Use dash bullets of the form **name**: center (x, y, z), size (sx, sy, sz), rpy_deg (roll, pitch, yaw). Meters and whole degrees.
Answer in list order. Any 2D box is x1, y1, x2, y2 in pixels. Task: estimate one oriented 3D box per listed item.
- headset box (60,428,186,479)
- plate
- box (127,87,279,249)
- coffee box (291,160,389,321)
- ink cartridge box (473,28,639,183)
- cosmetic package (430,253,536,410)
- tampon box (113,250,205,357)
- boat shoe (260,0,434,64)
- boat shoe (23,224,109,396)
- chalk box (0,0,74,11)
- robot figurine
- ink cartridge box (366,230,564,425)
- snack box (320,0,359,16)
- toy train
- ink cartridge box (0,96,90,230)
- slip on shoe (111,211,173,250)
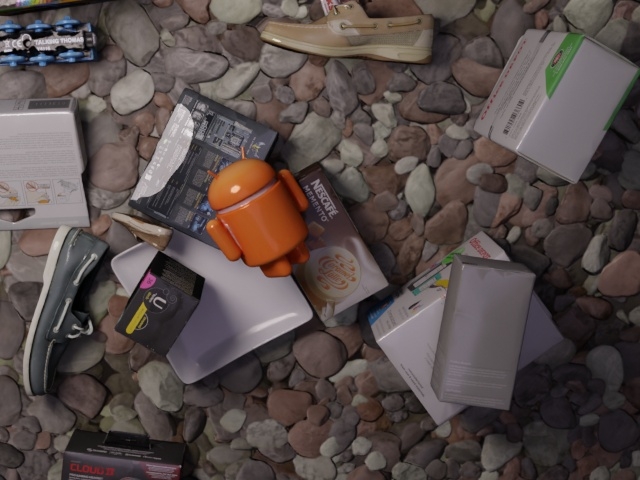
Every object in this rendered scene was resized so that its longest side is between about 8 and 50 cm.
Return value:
- **headset box**: center (-0.375, 0.491, 1.967), size (0.218, 0.110, 0.293), rpy_deg (9, 102, -4)
- **plate**: center (-0.196, 0.084, 1.922), size (0.278, 0.045, 0.277), rpy_deg (-29, 103, 3)
- **box**: center (-0.202, -0.124, 1.839), size (0.183, 0.059, 0.233), rpy_deg (25, 90, 1)
- **coffee box**: center (0.000, 0.000, 1.886), size (0.141, 0.098, 0.246), rpy_deg (-29, 102, 4)
- **ink cartridge box**: center (0.385, -0.233, 1.761), size (0.121, 0.289, 0.211), rpy_deg (26, 100, -11)
- **cosmetic package**: center (0.264, 0.149, 1.732), size (0.127, 0.107, 0.238), rpy_deg (10, 98, -5)
- **tampon box**: center (-0.274, 0.107, 1.818), size (0.101, 0.161, 0.120), rpy_deg (31, 99, -8)
- **boat shoe**: center (0.048, -0.362, 1.808), size (0.302, 0.109, 0.098), rpy_deg (3, 101, -10)
- **boat shoe**: center (-0.455, 0.136, 1.885), size (0.099, 0.116, 0.319), rpy_deg (14, 96, -2)
- **chalk box**: center (-0.411, -0.475, 1.722), size (0.289, 0.179, 0.180), rpy_deg (-8, 102, -2)
- **robot figurine**: center (-0.103, -0.044, 1.758), size (0.158, 0.128, 0.219), rpy_deg (-28, 105, 8)
- **ink cartridge box**: center (0.253, 0.151, 1.883), size (0.270, 0.198, 0.197), rpy_deg (-36, 101, 4)
- **snack box**: center (0.012, -0.480, 1.821), size (0.064, 0.022, 0.178), rpy_deg (-19, 103, 2)
- **toy train**: center (-0.467, -0.332, 1.785), size (0.184, 0.105, 0.080), rpy_deg (-5, 94, -2)
- **ink cartridge box**: center (-0.550, -0.131, 1.851), size (0.275, 0.060, 0.239), rpy_deg (-2, 127, -3)
- **slip on shoe**: center (-0.320, -0.018, 1.864), size (0.135, 0.051, 0.041), rpy_deg (18, 96, 26)
